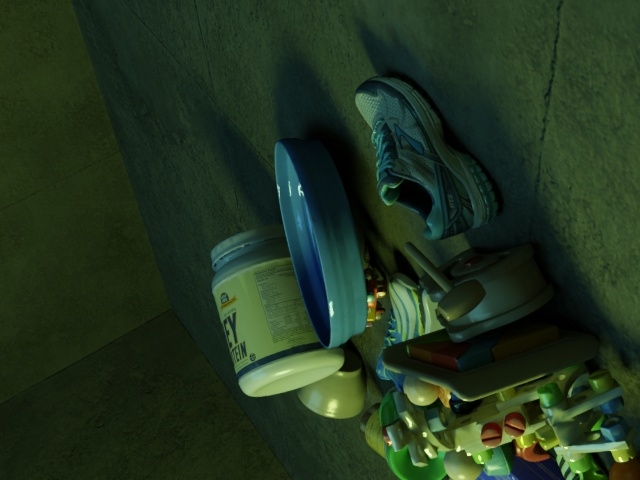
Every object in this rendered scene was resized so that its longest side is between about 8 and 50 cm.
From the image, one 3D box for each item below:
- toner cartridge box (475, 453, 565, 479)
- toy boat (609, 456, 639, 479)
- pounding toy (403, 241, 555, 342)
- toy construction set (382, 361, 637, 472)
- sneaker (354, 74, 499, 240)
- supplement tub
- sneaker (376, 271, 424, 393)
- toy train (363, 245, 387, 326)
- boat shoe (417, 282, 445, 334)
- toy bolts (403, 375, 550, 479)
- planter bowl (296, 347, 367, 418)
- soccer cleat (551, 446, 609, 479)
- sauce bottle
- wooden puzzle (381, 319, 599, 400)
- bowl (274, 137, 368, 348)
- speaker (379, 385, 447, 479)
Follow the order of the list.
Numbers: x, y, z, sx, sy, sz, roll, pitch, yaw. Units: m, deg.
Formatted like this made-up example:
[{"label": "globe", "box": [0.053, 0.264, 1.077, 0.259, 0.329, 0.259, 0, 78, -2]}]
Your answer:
[{"label": "toner cartridge box", "box": [0.358, 0.423, 1.691, 0.348, 0.075, 0.165, 39, 153, 51]}, {"label": "toy boat", "box": [0.421, 0.367, 1.374, 0.231, 0.151, 0.151, 160, 111, -72]}, {"label": "pounding toy", "box": [0.213, 0.037, 1.396, 0.155, 0.154, 0.269, 62, -178, -6]}, {"label": "toy construction set", "box": [0.252, 0.245, 1.377, 0.215, 0.328, 0.151, -57, -43, -70]}, {"label": "sneaker", "box": [0.120, -0.118, 1.419, 0.283, 0.122, 0.110, 52, 160, 27]}, {"label": "supplement tub", "box": [-0.101, 0.152, 2.208, 0.235, 0.235, 0.324, 112, 142, -68]}, {"label": "sneaker", "box": [0.148, 0.181, 1.805, 0.091, 0.126, 0.240, 18, 135, 65]}, {"label": "toy train", "box": [0.101, 0.086, 1.865, 0.166, 0.046, 0.125, -85, -3, -59]}, {"label": "boat shoe", "box": [0.192, 0.127, 1.741, 0.040, 0.049, 0.142, 48, 153, 52]}, {"label": "toy bolts", "box": [0.240, 0.291, 1.599, 0.228, 0.158, 0.218, -120, 9, -49]}, {"label": "planter bowl", "box": [0.035, 0.311, 2.319, 0.162, 0.162, 0.109, 44, 130, 42]}, {"label": "soccer cleat", "box": [0.386, 0.341, 1.524, 0.072, 0.060, 0.179, 153, 94, -82]}, {"label": "sauce bottle", "box": [0.202, 0.432, 2.087, 0.344, 0.111, 0.111, 22, 139, 61]}, {"label": "wooden puzzle", "box": [0.224, 0.145, 1.392, 0.239, 0.221, 0.044, -165, 62, -68]}, {"label": "bowl", "box": [0.000, 0.000, 1.853, 0.391, 0.077, 0.391, 167, 90, -81]}, {"label": "speaker", "box": [0.174, 0.347, 1.868, 0.131, 0.131, 0.296, 62, -176, -5]}]
